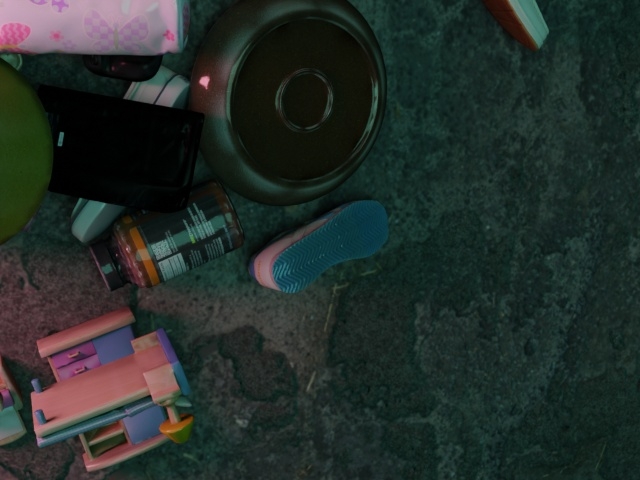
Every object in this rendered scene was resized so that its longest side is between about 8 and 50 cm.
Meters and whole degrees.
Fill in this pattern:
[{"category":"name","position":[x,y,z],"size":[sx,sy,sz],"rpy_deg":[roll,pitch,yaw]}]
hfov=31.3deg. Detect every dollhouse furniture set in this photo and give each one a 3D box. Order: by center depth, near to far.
[{"category":"dollhouse furniture set","position":[-0.304,0.254,1.484],"size":[0.286,0.303,0.198],"rpy_deg":[-21,108,-12]}]

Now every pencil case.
[{"category":"pencil case","position":[-0.291,-0.289,1.389],"size":[0.273,0.113,0.124],"rpy_deg":[2,137,-3]}]

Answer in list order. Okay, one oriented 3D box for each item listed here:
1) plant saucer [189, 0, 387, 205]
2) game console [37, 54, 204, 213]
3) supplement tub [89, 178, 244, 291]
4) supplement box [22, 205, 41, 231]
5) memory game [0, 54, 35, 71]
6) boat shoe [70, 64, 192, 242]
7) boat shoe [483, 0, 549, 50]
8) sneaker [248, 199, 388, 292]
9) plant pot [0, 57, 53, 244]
[{"category":"plant saucer","position":[-0.029,-0.194,1.565],"size":[0.311,0.050,0.310],"rpy_deg":[-9,109,-28]},{"category":"game console","position":[-0.242,-0.224,1.469],"size":[0.213,0.044,0.361],"rpy_deg":[11,86,1]},{"category":"supplement tub","position":[-0.211,-0.002,1.558],"size":[0.198,0.106,0.106],"rpy_deg":[-24,109,-11]},{"category":"supplement box","position":[-0.401,-0.047,1.496],"size":[0.055,0.083,0.043],"rpy_deg":[25,94,-21]},{"category":"memory game","position":[-0.432,-0.299,1.462],"size":[0.186,0.012,0.186],"rpy_deg":[-4,105,-17]},{"category":"boat shoe","position":[-0.269,-0.121,1.527],"size":[0.084,0.095,0.258],"rpy_deg":[32,84,7]},{"category":"boat shoe","position":[0.260,-0.399,1.616],"size":[0.096,0.098,0.277],"rpy_deg":[-38,110,-5]},{"category":"sneaker","position":[0.000,0.000,1.641],"size":[0.229,0.092,0.087],"rpy_deg":[-25,108,-31]},{"category":"plant pot","position":[-0.482,-0.098,1.299],"size":[0.275,0.293,0.274],"rpy_deg":[0,96,5]}]
